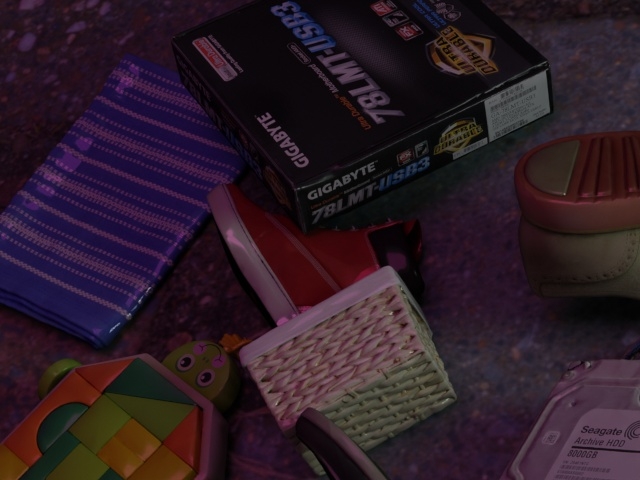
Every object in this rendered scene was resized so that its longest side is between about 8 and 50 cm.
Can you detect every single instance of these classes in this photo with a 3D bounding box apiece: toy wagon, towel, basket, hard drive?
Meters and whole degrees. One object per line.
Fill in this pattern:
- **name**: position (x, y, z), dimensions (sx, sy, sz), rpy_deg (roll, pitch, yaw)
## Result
- **toy wagon**: position (-0.194, 0.206, 1.828), dimensions (0.344, 0.068, 0.267), rpy_deg (-46, 49, -12)
- **towel**: position (-0.222, -0.050, 2.060), dimensions (0.243, 0.040, 0.336), rpy_deg (22, 67, 36)
- **basket**: position (0.029, 0.123, 1.753), dimensions (0.167, 0.113, 0.103), rpy_deg (-30, 50, 3)
- **hard drive**: position (0.228, 0.233, 1.508), dimensions (0.237, 0.064, 0.339), rpy_deg (-1, 42, 45)

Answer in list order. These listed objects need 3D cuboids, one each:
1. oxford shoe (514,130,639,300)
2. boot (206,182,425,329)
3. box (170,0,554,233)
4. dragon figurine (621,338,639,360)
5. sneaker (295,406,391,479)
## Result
- **oxford shoe**: position (0.370, -0.013, 1.693), dimensions (0.397, 0.147, 0.140), rpy_deg (2, 36, 7)
- **boot**: position (0.000, 0.000, 1.890), dimensions (0.176, 0.088, 0.244), rpy_deg (-30, 47, -8)
- **box**: position (0.038, -0.169, 1.951), dimensions (0.293, 0.073, 0.295), rpy_deg (-24, 44, -15)
- **dragon figurine**: position (0.388, 0.105, 1.607), dimensions (0.289, 0.085, 0.144), rpy_deg (-13, 50, 16)
- **sneaker**: position (0.023, 0.254, 1.636), dimensions (0.118, 0.083, 0.222), rpy_deg (-39, 72, -1)
